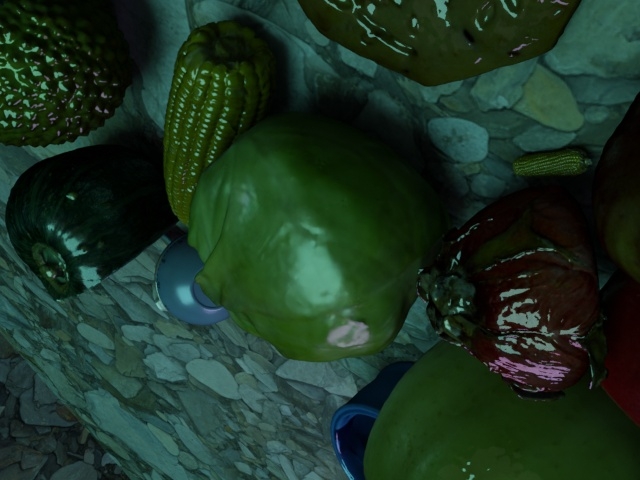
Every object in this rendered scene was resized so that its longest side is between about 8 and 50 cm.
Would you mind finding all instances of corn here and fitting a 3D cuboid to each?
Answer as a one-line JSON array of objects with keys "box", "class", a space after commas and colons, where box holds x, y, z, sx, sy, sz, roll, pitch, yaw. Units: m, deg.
[{"box": [-0.145, -0.134, 0.901, 0.131, 0.131, 0.344, 35, 143, 8], "class": "corn"}, {"box": [0.242, -0.079, 0.700, 0.083, 0.027, 0.028, 0, 160, 44], "class": "corn"}]

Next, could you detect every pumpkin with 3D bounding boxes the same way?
[{"box": [-0.369, -0.055, 1.080, 0.293, 0.263, 0.197, -11, 114, 51], "class": "pumpkin"}]

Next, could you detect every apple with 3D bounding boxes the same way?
[{"box": [0.255, 0.299, 0.860, 0.311, 0.360, 0.320, 30, -161, -51], "class": "apple"}]

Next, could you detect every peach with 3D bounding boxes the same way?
[{"box": [0.366, 0.111, 0.636, 0.226, 0.190, 0.196, 45, 163, 24], "class": "peach"}]

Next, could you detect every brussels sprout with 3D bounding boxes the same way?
[{"box": [0.000, 0.000, 0.822, 0.328, 0.247, 0.328, 26, 130, 36], "class": "brussels sprout"}]

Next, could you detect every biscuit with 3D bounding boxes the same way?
[{"box": [0.084, -0.298, 0.599, 0.359, 0.046, 0.359, 24, 140, 22], "class": "biscuit"}]

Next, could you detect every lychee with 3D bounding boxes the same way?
[{"box": [-0.395, -0.251, 0.890, 0.319, 0.270, 0.270, -4, 127, 22], "class": "lychee"}]

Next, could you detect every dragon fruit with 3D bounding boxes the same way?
[{"box": [0.178, 0.051, 0.696, 0.148, 0.224, 0.218, 0, 160, -2], "class": "dragon fruit"}]

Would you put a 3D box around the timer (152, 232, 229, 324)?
[{"box": [-0.229, 0.065, 1.155, 0.255, 0.175, 0.175, -6, 124, 46], "class": "timer"}]

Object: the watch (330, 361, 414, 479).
[{"box": [0.160, 0.324, 1.049, 0.274, 0.241, 0.305, 45, 138, 17], "class": "watch"}]

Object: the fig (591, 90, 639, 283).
[{"box": [0.380, -0.013, 0.525, 0.320, 0.217, 0.217, 29, 147, -18], "class": "fig"}]

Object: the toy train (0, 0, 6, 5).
[{"box": [-0.313, -0.383, 0.697, 0.201, 0.266, 0.145, 33, -178, -3], "class": "toy train"}]
